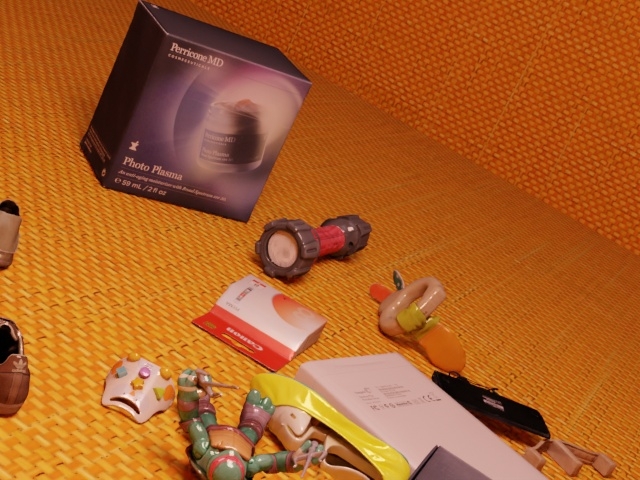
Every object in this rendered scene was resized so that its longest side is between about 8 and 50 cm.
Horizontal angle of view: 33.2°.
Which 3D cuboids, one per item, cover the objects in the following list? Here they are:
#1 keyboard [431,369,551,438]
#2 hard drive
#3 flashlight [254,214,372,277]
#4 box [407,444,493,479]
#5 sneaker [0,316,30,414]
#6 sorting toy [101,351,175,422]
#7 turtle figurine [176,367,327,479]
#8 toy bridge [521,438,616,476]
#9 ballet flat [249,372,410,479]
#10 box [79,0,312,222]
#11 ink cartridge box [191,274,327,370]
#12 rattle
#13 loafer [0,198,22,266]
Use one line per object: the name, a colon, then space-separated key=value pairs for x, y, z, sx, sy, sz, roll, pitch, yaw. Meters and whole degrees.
keyboard: x=0.253 y=0.256 z=1.638 sx=0.192 sy=0.038 sz=0.100 roll=23 pitch=21 yaw=-12
hard drive: x=0.154 y=0.275 z=1.438 sx=0.353 sy=0.047 sz=0.233 roll=38 pitch=22 yaw=34
flashlight: x=0.000 y=0.000 z=1.894 sx=0.103 sy=0.103 sz=0.304 roll=32 pitch=20 yaw=21
box: x=0.179 y=0.349 z=1.176 sx=0.232 sy=0.059 sz=0.183 roll=33 pitch=34 yaw=15
sneaker: x=-0.350 y=0.108 z=1.170 sx=0.066 sy=0.071 sz=0.188 roll=11 pitch=24 yaw=-39
sorting toy: x=-0.214 y=0.175 z=1.239 sx=0.083 sy=0.045 sz=0.075 roll=26 pitch=37 yaw=1
turtle figurine: x=-0.096 y=0.211 z=1.163 sx=0.175 sy=0.118 sz=0.234 roll=38 pitch=0 yaw=-12
toy bridge: x=0.367 y=0.325 z=1.618 sx=0.188 sy=0.026 sz=0.063 roll=12 pitch=22 yaw=-38
ballet flat: x=0.002 y=0.240 z=1.296 sx=0.231 sy=0.077 sz=0.077 roll=31 pitch=35 yaw=9
box: x=-0.222 y=-0.222 z=1.899 sx=0.296 sy=0.294 sz=0.183 roll=13 pitch=22 yaw=-33
ink cartridge box: x=-0.085 y=0.115 z=1.559 sx=0.145 sy=0.045 sz=0.179 roll=30 pitch=16 yaw=12
rattle: x=0.167 y=0.132 z=1.819 sx=0.142 sy=0.130 sz=0.199 roll=32 pitch=-11 yaw=-16
loafer: x=-0.429 y=-0.013 z=1.433 sx=0.056 sy=0.050 sz=0.148 roll=18 pitch=20 yaw=-23
